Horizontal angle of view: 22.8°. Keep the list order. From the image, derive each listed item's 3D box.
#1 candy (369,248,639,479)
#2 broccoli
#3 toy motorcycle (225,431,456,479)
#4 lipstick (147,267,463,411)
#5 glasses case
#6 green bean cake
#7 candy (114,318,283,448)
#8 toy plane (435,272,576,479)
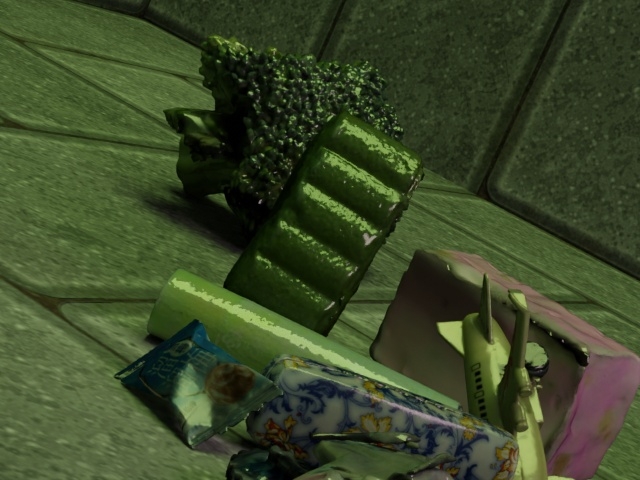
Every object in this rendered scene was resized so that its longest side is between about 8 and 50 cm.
[{"bbox_3d":[0.185,0.126,1.650,0.115,0.155,0.265,5,21,-47],"label":"candy"},{"bbox_3d":[-0.037,-0.118,2.072,0.317,0.277,0.338,5,2,3],"label":"broccoli"},{"bbox_3d":[0.054,0.210,1.127,0.239,0.108,0.204,-2,9,-4],"label":"toy motorcycle"},{"bbox_3d":[-0.012,0.120,1.467,0.304,0.076,0.076,27,11,9],"label":"lipstick"},{"bbox_3d":[0.055,0.168,1.356,0.248,0.087,0.065,22,6,-22],"label":"glasses case"},{"bbox_3d":[0.000,0.000,1.616,0.125,0.222,0.248,31,-9,-2],"label":"green bean cake"},{"bbox_3d":[-0.102,0.119,1.313,0.088,0.038,0.136,-32,42,-22],"label":"candy"},{"bbox_3d":[0.173,0.159,1.485,0.092,0.229,0.244,-6,53,-16],"label":"toy plane"}]
